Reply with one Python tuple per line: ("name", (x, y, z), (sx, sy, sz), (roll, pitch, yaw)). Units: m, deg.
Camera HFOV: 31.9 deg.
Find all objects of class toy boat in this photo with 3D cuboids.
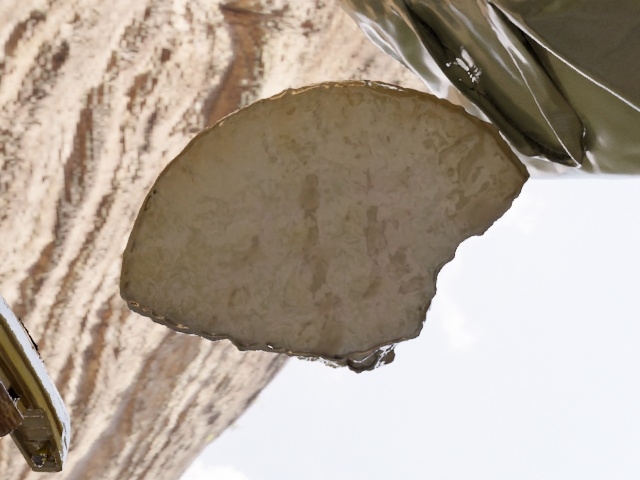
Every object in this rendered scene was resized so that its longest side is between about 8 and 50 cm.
("toy boat", (-0.290, 0.126, 0.996), (0.068, 0.088, 0.226), (-5, -56, 24))

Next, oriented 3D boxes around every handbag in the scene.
("handbag", (0.164, -0.124, 0.768), (0.109, 0.253, 0.316), (-58, -153, -13))

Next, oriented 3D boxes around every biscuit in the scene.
("biscuit", (0.000, 0.000, 0.690), (0.265, 0.040, 0.188), (-22, -80, 10))
